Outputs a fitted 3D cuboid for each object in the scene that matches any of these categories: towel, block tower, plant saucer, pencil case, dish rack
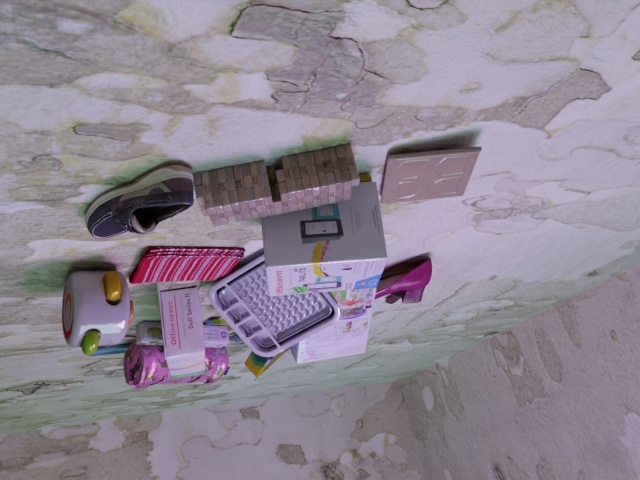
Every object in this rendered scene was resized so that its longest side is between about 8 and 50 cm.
[{"bbox_3d":[-0.359,0.071,1.648,0.274,0.031,0.199,1,154,-32],"label":"towel"},{"bbox_3d":[-0.090,-0.114,1.296,0.335,0.091,0.097,-12,158,-4],"label":"block tower"},{"bbox_3d":[-0.720,0.387,2.187,0.191,0.018,0.067,-1,154,-26],"label":"plant saucer"},{"bbox_3d":[-0.521,0.444,2.225,0.386,0.167,0.160,10,132,-45],"label":"pencil case"},{"bbox_3d":[-0.129,0.170,1.775,0.332,0.286,0.072,-31,-164,27],"label":"dish rack"}]

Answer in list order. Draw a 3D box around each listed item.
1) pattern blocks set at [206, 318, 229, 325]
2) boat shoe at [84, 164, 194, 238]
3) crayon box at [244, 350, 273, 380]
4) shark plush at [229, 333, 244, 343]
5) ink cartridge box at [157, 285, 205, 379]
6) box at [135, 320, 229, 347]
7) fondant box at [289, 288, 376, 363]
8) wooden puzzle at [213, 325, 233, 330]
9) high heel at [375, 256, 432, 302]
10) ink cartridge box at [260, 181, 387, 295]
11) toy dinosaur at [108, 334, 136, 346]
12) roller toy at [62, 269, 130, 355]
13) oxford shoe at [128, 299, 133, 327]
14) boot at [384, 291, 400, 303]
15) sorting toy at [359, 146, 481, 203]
[{"bbox_3d":[-0.228,0.278,2.070,0.285,0.026,0.324,5,171,-33],"label":"pattern blocks set"},{"bbox_3d":[-0.373,-0.059,1.257,0.285,0.093,0.102,-24,155,22],"label":"boat shoe"},{"bbox_3d":[-0.180,0.410,2.350,0.202,0.081,0.319,-40,170,-30],"label":"crayon box"},{"bbox_3d":[-0.297,0.354,2.343,0.161,0.073,0.067,-3,134,13],"label":"shark plush"},{"bbox_3d":[-0.415,0.277,1.860,0.119,0.207,0.353,-7,157,-13],"label":"ink cartridge box"},{"bbox_3d":[-0.468,0.323,2.101,0.323,0.067,0.063,11,148,-38],"label":"box"},{"bbox_3d":[0.037,0.216,1.915,0.238,0.096,0.331,-5,123,-20],"label":"fondant box"},{"bbox_3d":[-0.351,0.312,2.231,0.078,0.014,0.116,-14,157,-10],"label":"wooden puzzle"},{"bbox_3d":[0.181,0.123,2.033,0.376,0.127,0.182,-3,126,-15],"label":"high heel"},{"bbox_3d":[0.000,0.000,1.441,0.269,0.197,0.198,-4,156,-4],"label":"ink cartridge box"},{"bbox_3d":[-0.668,0.317,2.023,0.211,0.064,0.112,2,172,-12],"label":"toy dinosaur"},{"bbox_3d":[-0.564,0.169,1.555,0.146,0.210,0.191,2,-173,-33],"label":"roller toy"},{"bbox_3d":[-0.640,0.242,1.804,0.098,0.097,0.271,17,143,-41],"label":"oxford shoe"},{"bbox_3d":[0.273,0.215,2.336,0.106,0.037,0.114,6,155,-34],"label":"boot"},{"bbox_3d":[0.205,-0.153,1.450,0.306,0.041,0.229,-6,156,-3],"label":"sorting toy"}]
